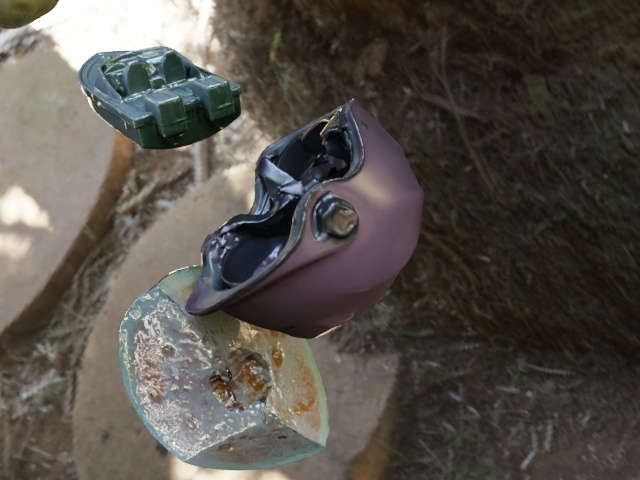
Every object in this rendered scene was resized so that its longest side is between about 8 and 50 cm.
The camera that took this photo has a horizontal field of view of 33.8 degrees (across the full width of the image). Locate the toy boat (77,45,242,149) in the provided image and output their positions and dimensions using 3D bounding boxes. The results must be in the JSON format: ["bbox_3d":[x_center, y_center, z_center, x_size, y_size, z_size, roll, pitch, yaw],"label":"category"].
[{"bbox_3d":[-0.223,-0.198,1.331,0.141,0.092,0.319,-22,31,-25],"label":"toy boat"}]

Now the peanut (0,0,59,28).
[{"bbox_3d":[-0.189,-0.180,0.636,0.082,0.082,0.187,-46,27,3],"label":"peanut"}]

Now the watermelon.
[{"bbox_3d":[-0.140,0.172,1.439,0.188,0.322,0.175,-26,15,31],"label":"watermelon"}]

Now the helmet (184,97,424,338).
[{"bbox_3d":[0.000,0.000,1.288,0.271,0.197,0.338,-21,37,52],"label":"helmet"}]
